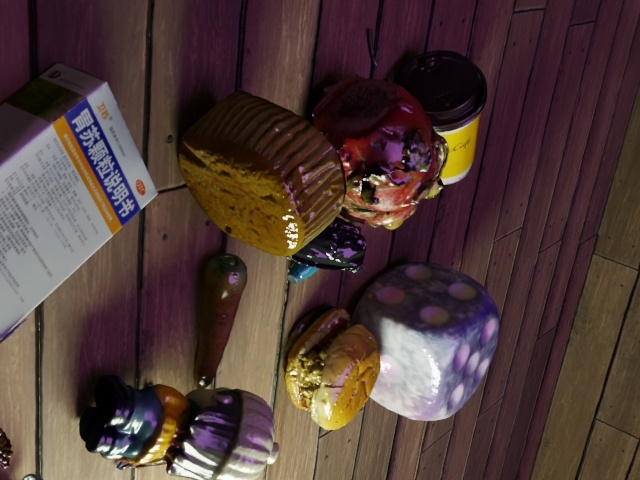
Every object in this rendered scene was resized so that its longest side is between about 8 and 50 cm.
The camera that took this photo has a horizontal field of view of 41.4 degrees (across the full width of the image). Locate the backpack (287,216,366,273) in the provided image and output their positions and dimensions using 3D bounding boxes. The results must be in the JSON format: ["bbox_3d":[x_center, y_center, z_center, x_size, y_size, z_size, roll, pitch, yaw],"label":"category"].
[{"bbox_3d":[0.000,0.000,1.596,0.165,0.120,0.105,16,90,-30],"label":"backpack"}]

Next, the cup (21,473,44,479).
[{"bbox_3d":[-0.434,0.417,1.247,0.128,0.130,0.095,-58,154,-19],"label":"cup"}]

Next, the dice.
[{"bbox_3d":[0.237,0.229,1.965,0.271,0.270,0.270,-33,136,-41],"label":"dice"}]

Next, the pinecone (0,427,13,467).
[{"bbox_3d":[-0.476,0.287,1.137,0.109,0.102,0.102,-37,138,-23],"label":"pinecone"}]

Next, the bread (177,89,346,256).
[{"bbox_3d":[-0.095,-0.101,1.293,0.142,0.253,0.227,-49,147,-31],"label":"bread"}]

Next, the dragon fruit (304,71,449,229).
[{"bbox_3d":[0.108,-0.145,1.564,0.250,0.269,0.291,-43,138,-17],"label":"dragon fruit"}]

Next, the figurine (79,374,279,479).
[{"bbox_3d":[-0.218,0.325,1.400,0.332,0.204,0.185,13,113,-53],"label":"figurine"}]

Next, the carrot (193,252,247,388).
[{"bbox_3d":[-0.190,0.160,1.503,0.078,0.078,0.298,-16,128,-51],"label":"carrot"}]

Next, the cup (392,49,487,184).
[{"bbox_3d":[0.252,-0.248,1.778,0.196,0.196,0.279,-52,153,-21],"label":"cup"}]

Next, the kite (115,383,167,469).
[{"bbox_3d":[-0.294,0.349,1.513,0.189,0.009,0.232,-41,139,-34],"label":"kite"}]

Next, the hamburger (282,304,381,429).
[{"bbox_3d":[0.031,0.271,1.794,0.244,0.163,0.244,-31,132,-43],"label":"hamburger"}]

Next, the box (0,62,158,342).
[{"bbox_3d":[-0.368,-0.051,1.062,0.299,0.106,0.200,-49,144,-28],"label":"box"}]

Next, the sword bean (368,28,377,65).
[{"bbox_3d":[0.099,-0.370,1.627,0.012,0.012,0.083,-47,144,-28],"label":"sword bean"}]

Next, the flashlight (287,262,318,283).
[{"bbox_3d":[-0.015,0.041,1.683,0.129,0.051,0.051,-43,141,-35],"label":"flashlight"}]
